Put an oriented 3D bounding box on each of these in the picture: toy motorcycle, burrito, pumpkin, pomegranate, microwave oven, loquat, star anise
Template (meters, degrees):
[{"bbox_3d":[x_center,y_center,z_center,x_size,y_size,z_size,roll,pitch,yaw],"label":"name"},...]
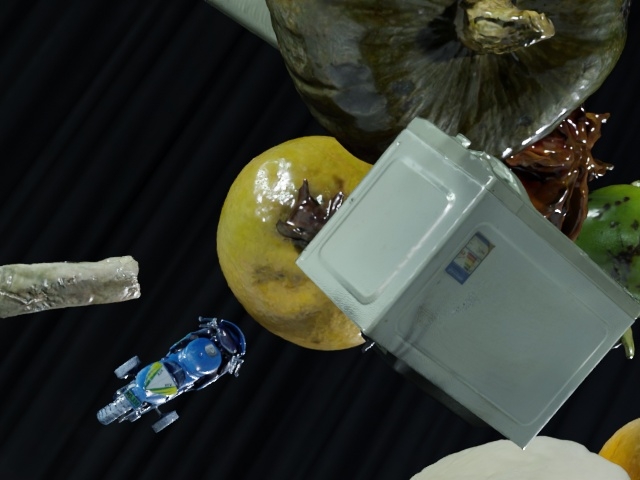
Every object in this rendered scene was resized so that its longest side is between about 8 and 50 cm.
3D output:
[{"bbox_3d":[-0.170,0.158,2.346,0.135,0.254,0.092,-35,-94,32],"label":"toy motorcycle"},{"bbox_3d":[-0.266,0.046,1.988,0.042,0.171,0.051,-126,-144,-60],"label":"burrito"},{"bbox_3d":[0.114,-0.160,1.610,0.242,0.325,0.232,-127,-148,-62],"label":"pumpkin"},{"bbox_3d":[0.415,0.040,2.710,0.211,0.263,0.211,15,-16,4],"label":"pomegranate"},{"bbox_3d":[0.107,0.030,1.431,0.205,0.163,0.129,39,4,-39],"label":"microwave oven"},{"bbox_3d":[0.000,0.000,2.141,0.244,0.244,0.244,28,-20,12],"label":"loquat"},{"bbox_3d":[0.266,-0.100,2.315,0.148,0.346,0.237,6,-45,21],"label":"star anise"}]

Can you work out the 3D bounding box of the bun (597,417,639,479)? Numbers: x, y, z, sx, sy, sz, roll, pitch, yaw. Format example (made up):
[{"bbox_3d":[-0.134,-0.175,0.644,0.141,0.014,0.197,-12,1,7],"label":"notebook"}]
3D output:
[{"bbox_3d":[0.349,0.331,1.976,0.299,0.165,0.299,163,-90,-84],"label":"bun"}]

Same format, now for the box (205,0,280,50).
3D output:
[{"bbox_3d":[-0.040,-0.386,2.259,0.344,0.352,0.177,37,-54,24],"label":"box"}]

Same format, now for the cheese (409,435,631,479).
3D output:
[{"bbox_3d":[0.165,0.338,1.743,0.332,0.153,0.292,-35,-93,41],"label":"cheese"}]
